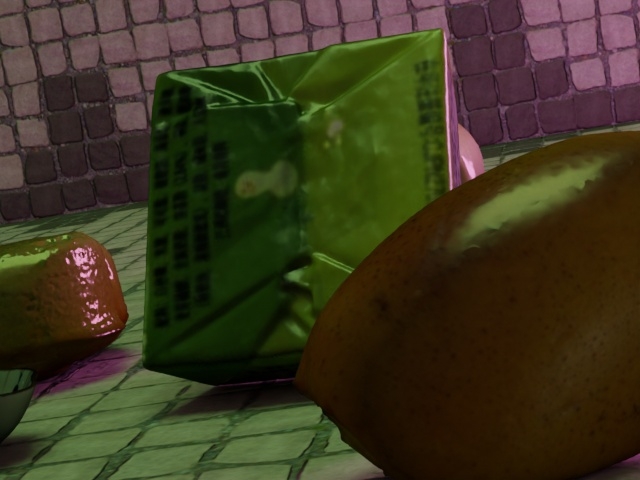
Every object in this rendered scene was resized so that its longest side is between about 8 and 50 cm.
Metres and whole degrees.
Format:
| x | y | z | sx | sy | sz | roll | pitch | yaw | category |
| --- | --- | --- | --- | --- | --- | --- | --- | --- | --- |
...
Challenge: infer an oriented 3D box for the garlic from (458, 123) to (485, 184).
| x | y | z | sx | sy | sz | roll | pitch | yaw | category |
| --- | --- | --- | --- | --- | --- | --- | --- | --- | --- |
| 0.109 | -0.094 | 2.124 | 0.281 | 0.203 | 0.185 | 4 | -21 | -25 | garlic |

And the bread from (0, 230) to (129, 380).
| x | y | z | sx | sy | sz | roll | pitch | yaw | category |
| --- | --- | --- | --- | --- | --- | --- | --- | --- | --- |
| -0.336 | 0.079 | 1.640 | 0.270 | 0.148 | 0.270 | -13 | 4 | 1 | bread |

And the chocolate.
| x | y | z | sx | sy | sz | roll | pitch | yaw | category |
| --- | --- | --- | --- | --- | --- | --- | --- | --- | --- |
| -0.005 | -0.020 | 1.395 | 0.289 | 0.300 | 0.137 | -8 | -24 | 18 | chocolate |

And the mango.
| x | y | z | sx | sy | sz | roll | pitch | yaw | category |
| --- | --- | --- | --- | --- | --- | --- | --- | --- | --- |
| 0.158 | 0.046 | 1.002 | 0.350 | 0.201 | 0.199 | -32 | -27 | -4 | mango |

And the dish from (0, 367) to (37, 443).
| x | y | z | sx | sy | sz | roll | pitch | yaw | category |
| --- | --- | --- | --- | --- | --- | --- | --- | --- | --- |
| -0.326 | 0.161 | 1.306 | 0.191 | 0.066 | 0.190 | -8 | 5 | 1 | dish |
